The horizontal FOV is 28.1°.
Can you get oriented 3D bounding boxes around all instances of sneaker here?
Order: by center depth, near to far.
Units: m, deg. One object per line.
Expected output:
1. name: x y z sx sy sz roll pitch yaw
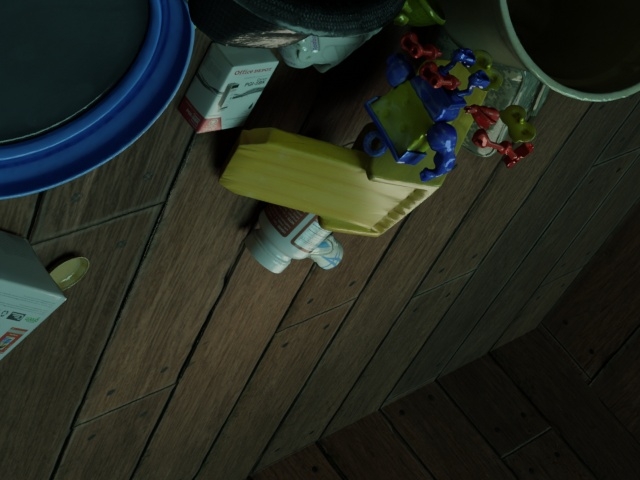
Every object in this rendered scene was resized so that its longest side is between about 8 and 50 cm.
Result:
1. sneaker: -0.011 -0.317 1.842 0.152 0.114 0.305 -45 158 9
2. sneaker: 0.000 0.000 2.522 0.086 0.085 0.237 -39 160 12

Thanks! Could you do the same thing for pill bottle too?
1. pill bottle: -0.034 -0.046 2.329 0.216 0.121 0.121 -45 158 15

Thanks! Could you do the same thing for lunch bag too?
1. lunch bag: 0.320 -0.338 2.241 0.256 0.212 0.305 -47 165 -29

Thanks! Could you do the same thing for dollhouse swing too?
1. dollhouse swing: 0.047 -0.184 2.087 0.315 0.305 0.347 -63 -175 -17

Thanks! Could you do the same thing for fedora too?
1. fedora: -0.056 -0.324 1.521 0.334 0.334 0.152 -19 158 -42

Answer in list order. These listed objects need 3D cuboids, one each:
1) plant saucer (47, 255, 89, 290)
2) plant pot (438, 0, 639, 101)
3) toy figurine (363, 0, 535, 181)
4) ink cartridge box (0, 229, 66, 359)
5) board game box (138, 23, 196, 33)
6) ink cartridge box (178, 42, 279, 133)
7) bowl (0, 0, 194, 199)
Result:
1. plant saucer: -0.410 0.051 2.047 0.083 0.015 0.083 -33 157 -16
2. plant pot: 0.334 -0.379 1.897 0.333 0.334 0.305 -34 -161 -14
3. toy figurine: 0.115 -0.212 1.830 0.217 0.363 0.191 -40 163 33
4. ink cartridge box: -0.554 0.100 1.755 0.272 0.130 0.309 -42 158 8
5. board game box: -0.163 -0.333 1.661 0.181 0.043 0.092 -43 159 7
6. ink cartridge box: -0.136 -0.230 1.889 0.099 0.056 0.135 -16 149 -45
7. bowl: -0.340 -0.207 1.517 0.391 0.077 0.391 -26 152 -15
